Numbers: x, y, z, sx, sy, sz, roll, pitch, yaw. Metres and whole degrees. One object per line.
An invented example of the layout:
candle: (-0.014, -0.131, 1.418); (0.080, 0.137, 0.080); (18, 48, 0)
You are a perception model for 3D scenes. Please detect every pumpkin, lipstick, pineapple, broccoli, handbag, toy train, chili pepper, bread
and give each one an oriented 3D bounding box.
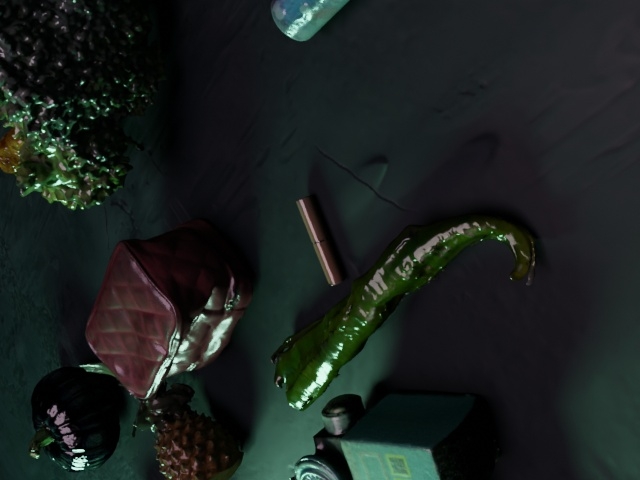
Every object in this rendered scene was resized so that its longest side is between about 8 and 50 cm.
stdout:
pumpkin: (-0.441, 0.320, 1.175); (0.194, 0.149, 0.194); (-20, 67, 59)
lipstick: (0.020, -0.219, 0.514); (0.158, 0.048, 0.048); (-29, 88, 48)
pineapple: (-0.229, 0.239, 0.943); (0.277, 0.119, 0.130); (44, 154, 22)
broccoli: (-0.369, -0.266, 0.721); (0.397, 0.274, 0.353); (30, 95, 31)
handbag: (-0.188, 0.084, 0.811); (0.146, 0.135, 0.225); (47, 131, 18)
toy train: (0.098, 0.294, 0.649); (0.194, 0.120, 0.298); (-11, 102, 42)
lipstick: (0.000, 0.000, 0.666); (0.019, 0.019, 0.094); (-14, 100, 47)
chili pepper: (0.048, 0.074, 0.624); (0.359, 0.076, 0.085); (-44, 53, 47)
bread: (-0.344, -0.130, 0.887); (0.232, 0.076, 0.105); (-3, 137, 32)
